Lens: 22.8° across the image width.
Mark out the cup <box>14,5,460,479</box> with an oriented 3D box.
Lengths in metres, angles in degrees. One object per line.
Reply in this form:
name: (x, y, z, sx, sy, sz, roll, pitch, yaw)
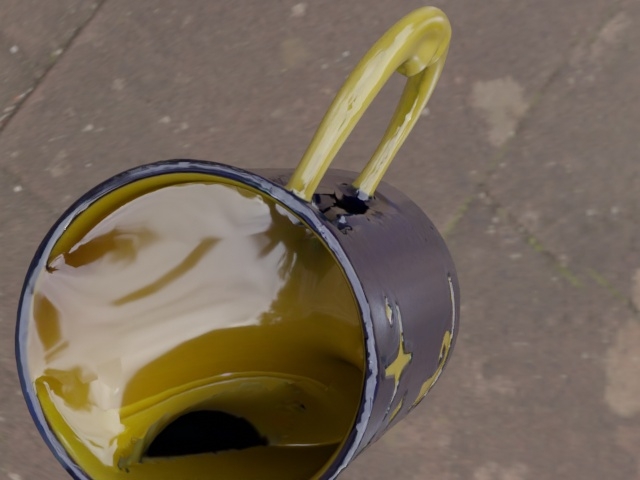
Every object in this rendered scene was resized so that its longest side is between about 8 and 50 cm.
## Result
cup: (0.007, 0.021, 0.840, 0.255, 0.256, 0.178, -33, 85, 16)
